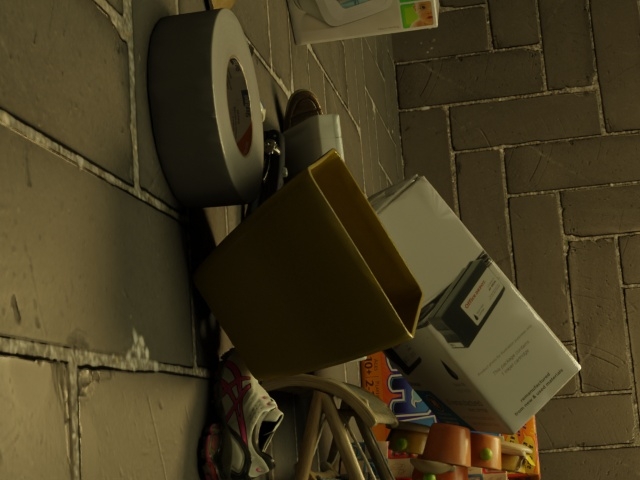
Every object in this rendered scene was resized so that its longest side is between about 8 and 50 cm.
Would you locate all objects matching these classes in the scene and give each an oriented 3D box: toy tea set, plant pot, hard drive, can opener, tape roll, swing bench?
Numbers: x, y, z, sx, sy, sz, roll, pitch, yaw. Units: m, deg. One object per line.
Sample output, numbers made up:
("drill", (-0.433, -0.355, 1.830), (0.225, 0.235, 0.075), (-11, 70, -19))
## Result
("toy tea set", (0.206, 0.368, 1.809), (0.336, 0.200, 0.124), (28, 68, -57))
("plant pot", (-0.020, 0.042, 1.287), (0.212, 0.187, 0.212), (58, 12, -5))
("hard drive", (0.000, 0.000, 1.700), (0.233, 0.047, 0.353), (173, -89, -75))
("can opener", (-0.074, -0.069, 1.527), (0.073, 0.059, 0.186), (69, 18, -58))
("tape roll", (-0.123, -0.145, 1.256), (0.219, 0.072, 0.219), (-6, 90, -79))
("swing bench", (0.030, 0.313, 1.592), (0.253, 0.165, 0.254), (37, 47, -76))

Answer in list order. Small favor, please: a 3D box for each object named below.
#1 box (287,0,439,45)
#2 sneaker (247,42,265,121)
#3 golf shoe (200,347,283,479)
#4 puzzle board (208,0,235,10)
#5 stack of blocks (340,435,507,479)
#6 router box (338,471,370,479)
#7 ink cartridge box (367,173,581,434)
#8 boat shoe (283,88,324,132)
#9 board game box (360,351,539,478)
("box", (0.068, -0.490, 1.995), (0.126, 0.262, 0.231), (-80, 162, -57))
("sneaker", (-0.104, -0.211, 1.436), (0.152, 0.058, 0.084), (45, 48, -64))
("golf shoe", (-0.080, 0.194, 1.265), (0.186, 0.086, 0.067), (-87, 166, -47))
("puzzle board", (-0.137, -0.343, 1.470), (0.128, 0.011, 0.096), (-77, 157, -63))
("stack of blocks", (0.186, 0.448, 2.009), (0.171, 0.297, 0.087), (-84, 166, -49))
("router box", (0.046, 0.556, 1.778), (0.309, 0.081, 0.242), (-73, 154, -66))
("ink cartridge box", (0.184, 0.110, 1.811), (0.395, 0.166, 0.285), (50, -16, -4))
("boat shoe", (-0.029, -0.172, 1.862), (0.072, 0.068, 0.190), (-103, -170, -55))
("board game box", (0.295, 0.363, 2.511), (0.356, 0.356, 0.356), (52, 34, -72))
